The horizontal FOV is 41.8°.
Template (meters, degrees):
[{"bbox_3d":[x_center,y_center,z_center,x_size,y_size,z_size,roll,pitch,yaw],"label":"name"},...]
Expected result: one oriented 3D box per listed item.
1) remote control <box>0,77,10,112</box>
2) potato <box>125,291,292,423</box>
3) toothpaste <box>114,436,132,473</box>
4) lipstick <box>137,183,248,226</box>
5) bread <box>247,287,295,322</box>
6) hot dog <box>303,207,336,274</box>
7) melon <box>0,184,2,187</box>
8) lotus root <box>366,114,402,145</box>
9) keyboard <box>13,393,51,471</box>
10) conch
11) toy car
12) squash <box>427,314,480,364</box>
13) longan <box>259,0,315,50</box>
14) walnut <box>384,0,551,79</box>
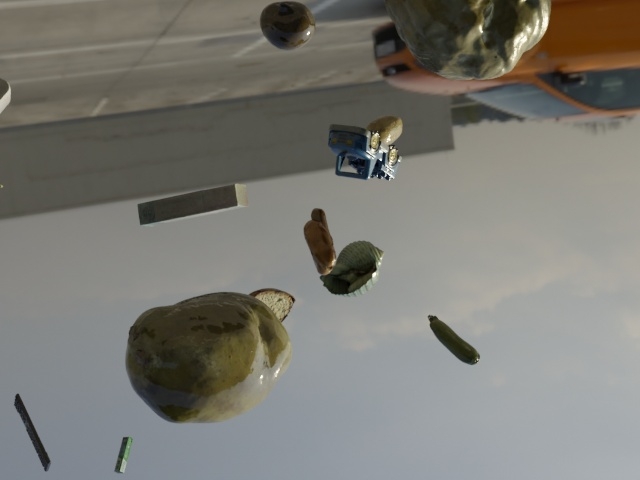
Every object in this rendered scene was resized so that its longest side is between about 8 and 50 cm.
[{"bbox_3d":[-0.493,-0.125,1.034,0.103,0.250,0.034,28,149,-1],"label":"remote control"},{"bbox_3d":[-0.218,0.228,1.617,0.326,0.243,0.221,-15,-170,-43],"label":"potato"},{"bbox_3d":[-0.459,0.500,1.953,0.020,0.083,0.017,-11,144,30],"label":"toothpaste"},{"bbox_3d":[-0.355,-0.097,2.315,0.318,0.066,0.068,-10,176,23],"label":"lipstick"},{"bbox_3d":[-0.137,0.167,2.069,0.129,0.126,0.044,18,-160,-43],"label":"bread"},{"bbox_3d":[0.000,0.001,1.746,0.060,0.140,0.089,-20,145,-4],"label":"hot dog"},{"bbox_3d":[-0.639,-0.094,1.413,0.192,0.139,0.139,-4,-175,-29],"label":"melon"},{"bbox_3d":[0.138,-0.241,1.877,0.150,0.062,0.073,-34,165,-41],"label":"lotus root"},{"bbox_3d":[-0.730,0.486,2.118,0.013,0.204,0.061,-19,155,-35],"label":"keyboard"},{"bbox_3d":[0.088,0.075,1.971,0.153,0.102,0.135,-46,-141,9],"label":"conch"},{"bbox_3d":[0.088,-0.172,1.760,0.097,0.100,0.191,11,169,35],"label":"toy car"},{"bbox_3d":[0.340,0.258,2.169,0.052,0.052,0.183,-15,-133,-41],"label":"squash"},{"bbox_3d":[-0.064,-0.423,1.632,0.113,0.092,0.113,9,152,5],"label":"longan"},{"bbox_3d":[0.253,-0.418,1.434,0.282,0.277,0.253,-45,-155,-2],"label":"walnut"}]
